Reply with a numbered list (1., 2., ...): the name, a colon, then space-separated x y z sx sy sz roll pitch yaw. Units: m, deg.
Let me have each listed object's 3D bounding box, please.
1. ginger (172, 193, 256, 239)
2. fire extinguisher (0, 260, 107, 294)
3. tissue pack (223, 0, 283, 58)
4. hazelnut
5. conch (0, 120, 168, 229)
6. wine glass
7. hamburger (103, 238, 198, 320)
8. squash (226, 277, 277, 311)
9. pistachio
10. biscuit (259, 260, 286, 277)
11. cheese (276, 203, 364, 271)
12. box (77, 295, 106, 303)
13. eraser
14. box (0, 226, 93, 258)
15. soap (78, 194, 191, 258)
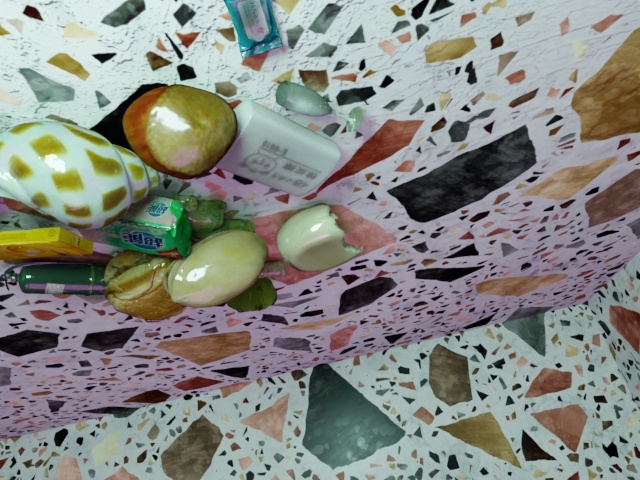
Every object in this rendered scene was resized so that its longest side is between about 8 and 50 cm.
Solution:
1. ginger: -0.292 -0.049 1.337 0.137 0.089 0.290 -41 142 6
2. fire extinguisher: -0.777 0.108 1.414 0.294 0.093 0.118 5 131 -29
3. tissue pack: -0.120 -0.390 0.852 0.085 0.028 0.138 -16 147 -1
4. hazelnut: -0.272 -0.203 0.962 0.210 0.186 0.210 -25 152 -14
5. conch: -0.502 -0.128 0.989 0.249 0.197 0.367 6 167 43
6. wine glass: 0.000 -0.288 1.049 0.197 0.066 0.066 11 144 -36
7. hamburger: -0.470 0.115 1.460 0.304 0.174 0.284 -21 148 15
8. squash: -0.245 0.175 1.742 0.191 0.184 0.085 -8 113 -15
9. pistachio: -0.270 0.077 1.308 0.292 0.162 0.182 -24 114 -19
10. biscuit: -0.230 0.107 1.669 0.218 0.061 0.055 -7 151 -13
11. cheese: 0.000 0.000 1.503 0.233 0.127 0.266 -20 152 12
12. box: -0.749 0.159 1.582 0.089 0.024 0.167 -18 151 8
13. eraser: -0.105 -0.202 1.130 0.270 0.095 0.174 15 138 -43
14. box: -0.736 0.012 1.225 0.268 0.044 0.152 -3 167 6
15. soap: -0.455 -0.045 1.187 0.273 0.098 0.218 12 154 1
